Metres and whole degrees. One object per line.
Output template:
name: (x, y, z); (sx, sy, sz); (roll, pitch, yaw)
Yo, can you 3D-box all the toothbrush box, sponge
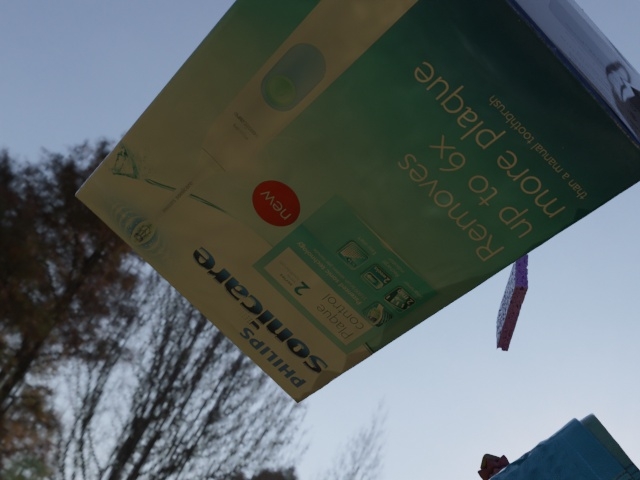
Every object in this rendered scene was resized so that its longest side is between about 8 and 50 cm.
toothbrush box: (0.020, -0.062, 0.497); (0.216, 0.126, 0.295); (45, -55, -9)
sponge: (0.444, 0.145, 1.801); (0.031, 0.117, 0.210); (10, -50, 6)

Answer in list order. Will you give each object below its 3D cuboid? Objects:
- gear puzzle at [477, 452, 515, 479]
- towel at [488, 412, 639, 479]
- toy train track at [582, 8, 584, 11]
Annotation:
gear puzzle: (0.404, 0.463, 1.221); (0.339, 0.175, 0.044); (14, -19, 12)
towel: (0.088, 0.290, 0.507); (0.040, 0.370, 0.271); (47, 8, -15)
toy train track: (0.326, -0.268, 1.000); (0.014, 0.083, 0.048); (8, -43, -18)
